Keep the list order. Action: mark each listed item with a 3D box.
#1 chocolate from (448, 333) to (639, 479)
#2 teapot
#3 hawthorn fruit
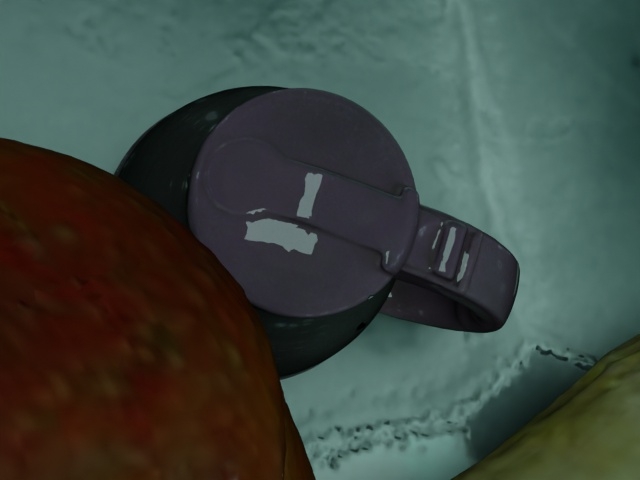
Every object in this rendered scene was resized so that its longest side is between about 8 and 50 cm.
[{"bbox_3d":[0.105,0.128,0.630,0.309,0.134,0.134,-35,92,-11],"label":"chocolate"},{"bbox_3d":[-0.008,0.005,0.606,0.116,0.146,0.148,-44,94,-14],"label":"teapot"},{"bbox_3d":[-0.155,0.089,0.519,0.298,0.277,0.277,24,76,28],"label":"hawthorn fruit"}]
